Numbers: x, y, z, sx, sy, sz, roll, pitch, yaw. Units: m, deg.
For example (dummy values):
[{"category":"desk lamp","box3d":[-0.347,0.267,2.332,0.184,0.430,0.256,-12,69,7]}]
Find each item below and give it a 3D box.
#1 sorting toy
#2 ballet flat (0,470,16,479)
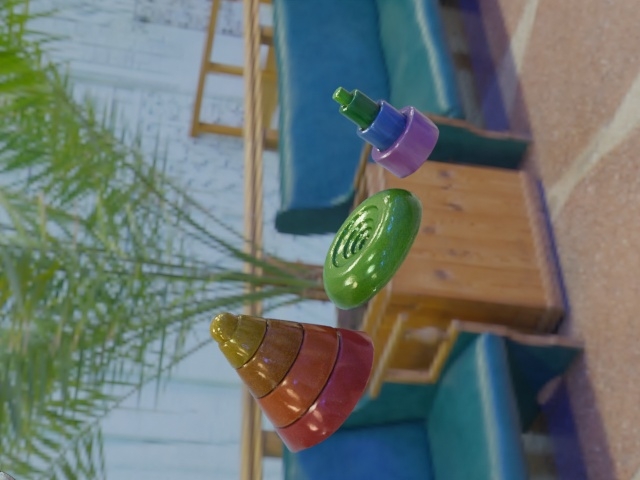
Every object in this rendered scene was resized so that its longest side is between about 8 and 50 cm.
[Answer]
[{"category":"sorting toy","box3d":[0.000,0.000,0.978,0.127,0.126,0.365,-29,33,53]},{"category":"ballet flat","box3d":[-0.448,0.312,1.336,0.049,0.173,0.057,-58,-41,-64]}]
